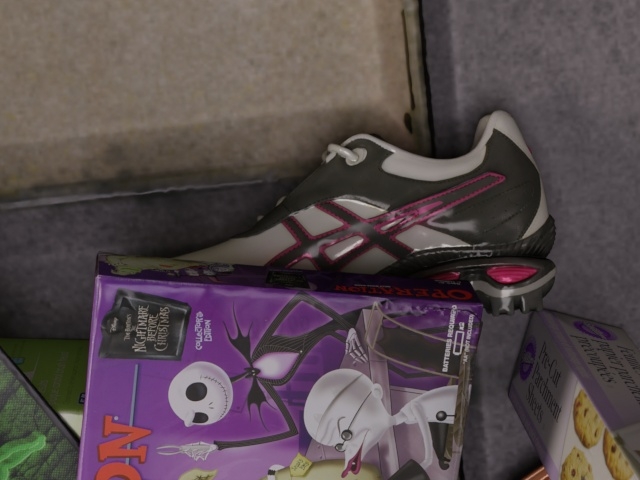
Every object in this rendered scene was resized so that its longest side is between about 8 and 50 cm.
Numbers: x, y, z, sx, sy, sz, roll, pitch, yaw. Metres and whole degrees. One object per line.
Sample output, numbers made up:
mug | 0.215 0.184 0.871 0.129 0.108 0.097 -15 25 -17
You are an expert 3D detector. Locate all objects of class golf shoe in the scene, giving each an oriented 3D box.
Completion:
golf shoe | 0.000 0.000 1.009 0.273 0.105 0.120 -9 92 -6

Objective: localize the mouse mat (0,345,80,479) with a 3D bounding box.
mouse mat | -0.216 0.155 0.959 0.190 0.007 0.152 -36 104 8

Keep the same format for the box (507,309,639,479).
box | 0.169 0.127 0.927 0.063 0.324 0.067 13 107 -10

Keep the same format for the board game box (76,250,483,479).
board game box | -0.036 0.183 0.955 0.208 0.056 0.346 5 107 -5

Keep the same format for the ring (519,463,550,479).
ring | 0.233 0.266 1.130 0.337 0.032 0.336 -1 107 -2

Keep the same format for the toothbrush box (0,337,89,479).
toothbrush box | -0.152 0.173 1.033 0.283 0.122 0.206 2 107 -2
